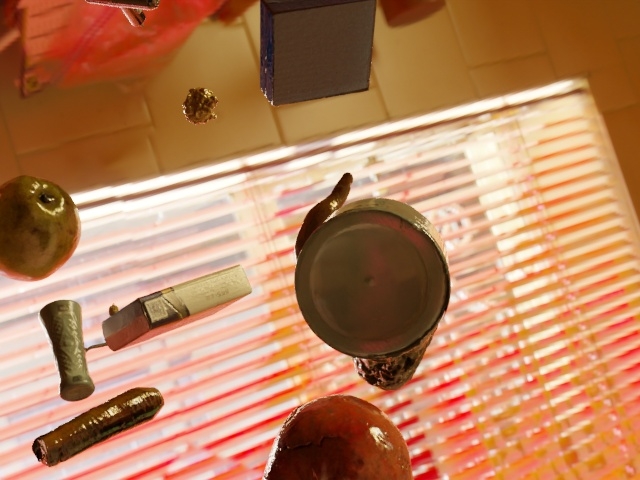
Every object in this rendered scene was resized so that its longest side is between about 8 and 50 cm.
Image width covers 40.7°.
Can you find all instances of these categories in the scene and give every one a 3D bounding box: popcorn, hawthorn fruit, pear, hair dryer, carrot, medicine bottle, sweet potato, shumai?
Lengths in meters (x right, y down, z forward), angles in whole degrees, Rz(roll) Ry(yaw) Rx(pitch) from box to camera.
[{"bbox_3d":[-0.259,-0.289,1.869,0.082,0.083,0.057,-50,168,-16],"label":"popcorn"},{"bbox_3d":[0.033,0.391,1.541,0.276,0.276,0.307,-19,-158,13],"label":"hawthorn fruit"},{"bbox_3d":[-0.721,-0.032,2.130,0.253,0.253,0.307,-17,158,-44],"label":"pear"},{"bbox_3d":[-0.335,-0.423,1.537,0.124,0.072,0.219,8,173,1],"label":"hair dryer"},{"bbox_3d":[-0.382,0.322,1.508,0.070,0.070,0.260,-20,-179,40],"label":"carrot"},{"bbox_3d":[0.099,0.047,1.452,0.245,0.245,0.290,-19,-175,12],"label":"medicine bottle"},{"bbox_3d":[-0.004,-0.005,2.024,0.079,0.346,0.108,9,172,45],"label":"sweet potato"},{"bbox_3d":[0.154,0.195,1.911,0.189,0.256,0.218,20,168,13],"label":"shumai"}]

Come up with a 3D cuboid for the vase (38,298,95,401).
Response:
[{"bbox_3d":[-0.550,0.243,1.887,0.096,0.219,0.096,-16,144,-12],"label":"vase"}]

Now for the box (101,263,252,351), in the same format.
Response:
[{"bbox_3d":[-0.279,0.130,1.684,0.259,0.071,0.168,-20,173,-45],"label":"box"}]

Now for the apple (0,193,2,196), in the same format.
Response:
[{"bbox_3d":[-0.875,-0.094,1.832,0.314,0.309,0.252,-33,-154,42],"label":"apple"}]

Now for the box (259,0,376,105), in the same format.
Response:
[{"bbox_3d":[-0.010,-0.499,2.207,0.278,0.261,0.116,-12,-139,-18],"label":"box"}]

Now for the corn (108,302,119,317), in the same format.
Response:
[{"bbox_3d":[-0.534,0.203,2.238,0.027,0.083,0.028,0,166,-37],"label":"corn"}]

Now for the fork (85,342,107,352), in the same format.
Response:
[{"bbox_3d":[-0.499,0.243,1.991,0.219,0.028,0.034,-12,-162,10],"label":"fork"}]
